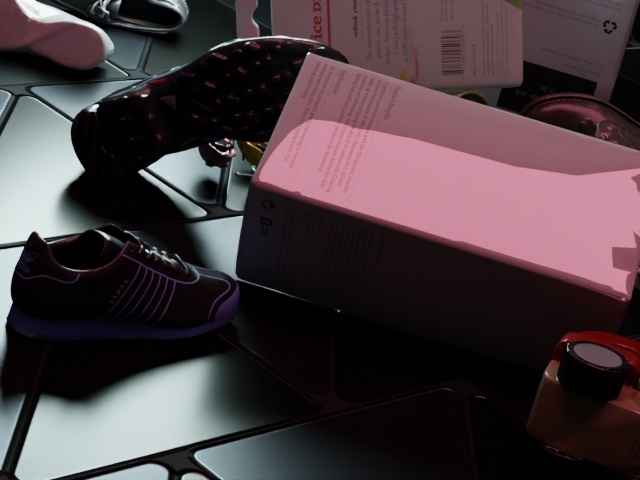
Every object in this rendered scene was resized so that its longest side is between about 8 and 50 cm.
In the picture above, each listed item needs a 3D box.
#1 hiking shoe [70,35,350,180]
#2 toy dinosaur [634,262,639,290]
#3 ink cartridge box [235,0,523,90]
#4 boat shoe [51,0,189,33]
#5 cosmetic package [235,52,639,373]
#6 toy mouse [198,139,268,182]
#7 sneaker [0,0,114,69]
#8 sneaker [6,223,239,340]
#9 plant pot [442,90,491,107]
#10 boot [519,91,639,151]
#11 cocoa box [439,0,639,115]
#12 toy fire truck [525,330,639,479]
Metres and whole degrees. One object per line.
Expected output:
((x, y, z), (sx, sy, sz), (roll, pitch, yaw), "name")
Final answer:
((-0.114, -0.156, 1.989), (0.304, 0.113, 0.132), (-13, 15, 9), "hiking shoe")
((0.502, -0.007, 2.033), (0.164, 0.322, 0.218), (48, 4, -35), "toy dinosaur")
((0.070, -0.290, 2.358), (0.354, 0.207, 0.119), (-2, 11, -2), "ink cartridge box")
((-0.270, -0.317, 2.454), (0.206, 0.075, 0.065), (14, 19, -15), "boat shoe")
((0.124, -0.022, 1.818), (0.366, 0.155, 0.197), (19, 50, 5), "cosmetic package")
((-0.082, -0.080, 2.055), (0.161, 0.031, 0.143), (24, 21, -2), "toy mouse")
((-0.351, -0.261, 2.288), (0.212, 0.080, 0.094), (24, 11, 3), "sneaker")
((-0.164, 0.033, 1.665), (0.232, 0.090, 0.081), (-4, 29, -38), "sneaker")
((0.157, -0.153, 2.350), (0.083, 0.083, 0.079), (-4, 17, -39), "plant pot")
((0.369, -0.089, 2.305), (0.263, 0.091, 0.229), (17, 21, -1), "boot")
((0.243, -0.305, 2.548), (0.347, 0.231, 0.228), (18, 21, 5), "cocoa box")
((0.316, 0.128, 1.671), (0.217, 0.158, 0.246), (19, 20, 12), "toy fire truck")
